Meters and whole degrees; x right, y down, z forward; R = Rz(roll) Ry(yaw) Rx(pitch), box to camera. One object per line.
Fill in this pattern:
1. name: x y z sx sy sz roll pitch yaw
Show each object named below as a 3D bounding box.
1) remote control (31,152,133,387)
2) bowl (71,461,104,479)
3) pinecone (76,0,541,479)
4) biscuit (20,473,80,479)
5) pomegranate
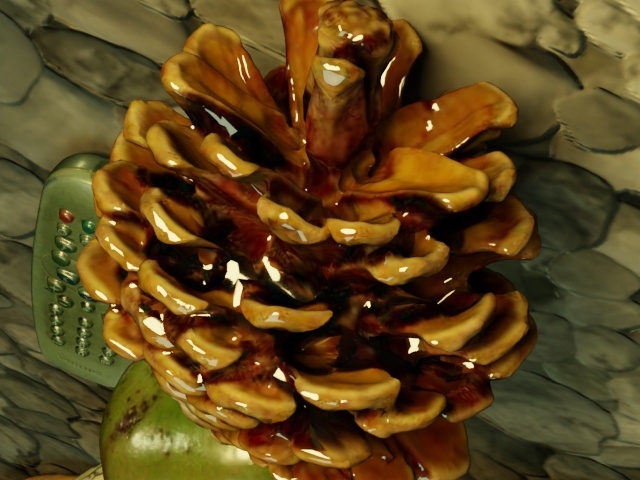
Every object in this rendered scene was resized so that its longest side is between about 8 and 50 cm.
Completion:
1. remote control: -0.118 0.022 0.914 0.072 0.042 0.222 22 151 0
2. bowl: -0.070 0.218 1.092 0.238 0.126 0.238 38 156 20
3. pinecone: -0.001 0.001 0.663 0.185 0.168 0.212 22 152 5
4. biscuit: -0.171 0.236 1.330 0.203 0.041 0.260 37 149 -31
5. pomegranate: -0.030 0.114 0.941 0.152 0.131 0.191 1 168 25
